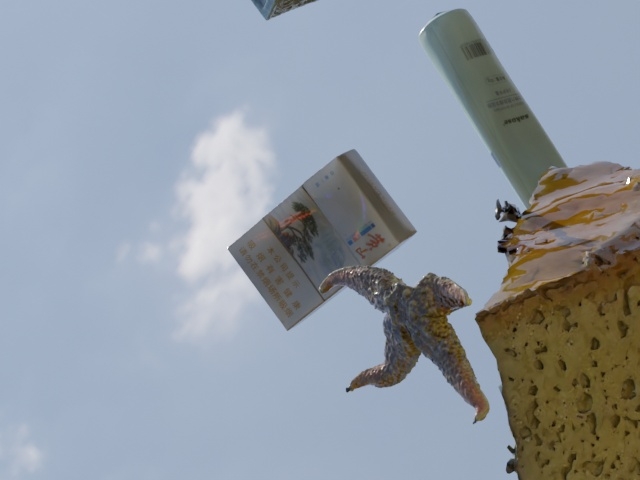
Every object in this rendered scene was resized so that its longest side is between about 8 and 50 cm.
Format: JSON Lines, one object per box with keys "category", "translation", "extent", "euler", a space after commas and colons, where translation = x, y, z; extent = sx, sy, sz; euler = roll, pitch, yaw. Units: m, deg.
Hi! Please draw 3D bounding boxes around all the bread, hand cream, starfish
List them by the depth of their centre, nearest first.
{"category": "bread", "translation": [0.200, 0.076, 1.433], "extent": [0.279, 0.315, 0.248], "euler": [-23, -76, -22]}
{"category": "starfish", "translation": [0.087, 0.096, 1.695], "extent": [0.050, 0.247, 0.138], "euler": [-8, -82, -33]}
{"category": "hand cream", "translation": [0.219, -0.135, 1.959], "extent": [0.109, 0.320, 0.067], "euler": [-16, -22, -44]}

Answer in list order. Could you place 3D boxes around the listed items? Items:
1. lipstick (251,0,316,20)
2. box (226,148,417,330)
{"category": "lipstick", "translation": [0.063, -0.319, 1.729], "extent": [0.317, 0.068, 0.066], "euler": [-26, -19, -27]}
{"category": "box", "translation": [0.001, 0.000, 2.323], "extent": [0.233, 0.149, 0.067], "euler": [-39, -2, 30]}
